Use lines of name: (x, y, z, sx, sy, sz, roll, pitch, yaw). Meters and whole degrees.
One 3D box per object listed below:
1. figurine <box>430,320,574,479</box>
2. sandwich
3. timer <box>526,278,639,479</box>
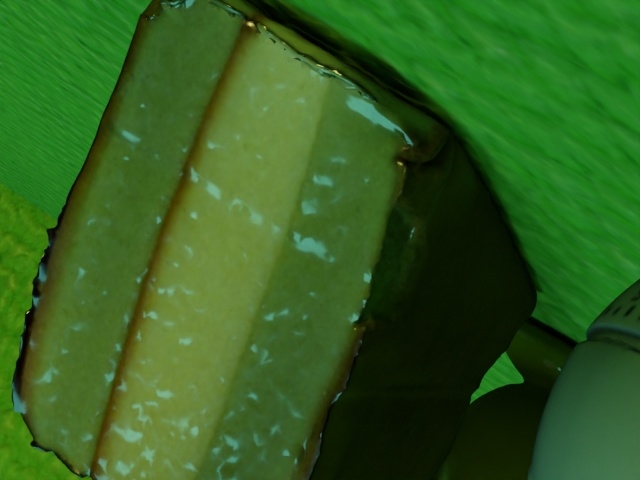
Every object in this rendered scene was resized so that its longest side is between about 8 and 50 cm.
figurine: (0.096, 0.176, 0.998, 0.215, 0.228, 0.215, 43, -165, -14)
sandwich: (0.001, 0.000, 0.869, 0.155, 0.227, 0.198, 32, -153, 22)
timer: (0.113, 0.115, 0.559, 0.175, 0.255, 0.175, 28, -165, -8)
